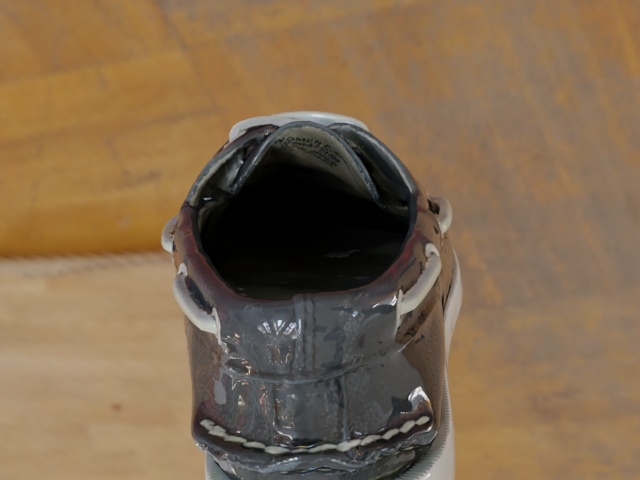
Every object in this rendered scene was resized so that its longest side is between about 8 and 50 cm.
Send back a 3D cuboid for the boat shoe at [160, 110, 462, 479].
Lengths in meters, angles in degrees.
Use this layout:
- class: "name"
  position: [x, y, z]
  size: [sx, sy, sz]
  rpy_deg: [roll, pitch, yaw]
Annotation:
- class: "boat shoe"
  position: [0.000, 0.000, 0.674]
  size: [0.114, 0.302, 0.091]
  rpy_deg: [-8, 113, -4]
